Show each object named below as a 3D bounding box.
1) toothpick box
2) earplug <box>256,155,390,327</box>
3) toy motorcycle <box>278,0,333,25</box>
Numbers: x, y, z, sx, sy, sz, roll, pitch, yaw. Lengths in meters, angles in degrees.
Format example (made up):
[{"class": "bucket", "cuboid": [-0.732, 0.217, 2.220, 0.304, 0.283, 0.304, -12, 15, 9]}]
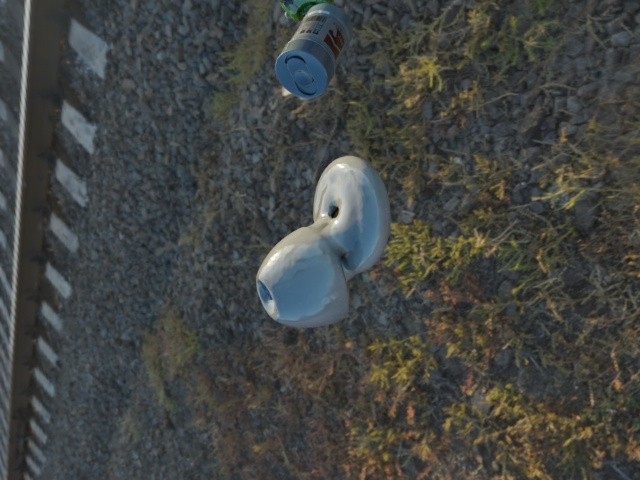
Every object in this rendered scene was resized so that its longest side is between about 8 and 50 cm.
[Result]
[{"class": "toothpick box", "cuboid": [-0.009, -0.345, 1.011, 0.101, 0.153, 0.101, 16, 146, 11]}, {"class": "earplug", "cuboid": [0.010, 0.005, 1.002, 0.214, 0.175, 0.326, 21, 84, 60]}, {"class": "toy motorcycle", "cuboid": [-0.035, -0.519, 1.181, 0.106, 0.074, 0.190, -38, 69, 4]}]
